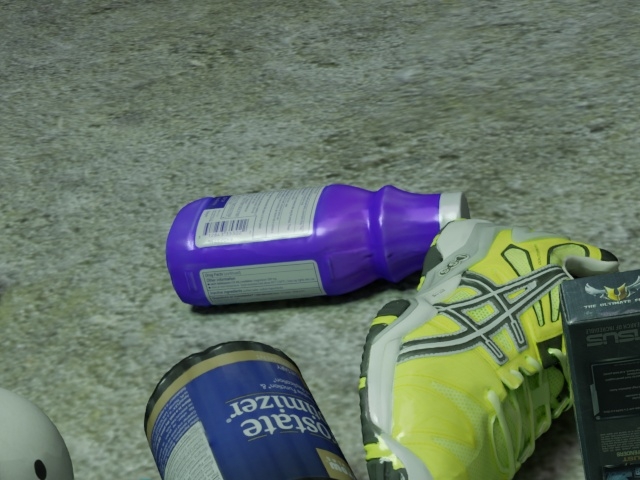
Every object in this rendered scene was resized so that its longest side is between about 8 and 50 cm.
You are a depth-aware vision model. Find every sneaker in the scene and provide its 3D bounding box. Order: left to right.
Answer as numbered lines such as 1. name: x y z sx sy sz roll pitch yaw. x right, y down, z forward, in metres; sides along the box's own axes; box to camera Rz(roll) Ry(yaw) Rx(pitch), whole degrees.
1. sneaker: 0.132 0.089 1.002 0.147 0.145 0.385 -2 31 21

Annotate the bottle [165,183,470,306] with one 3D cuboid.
1. bottle: 0.000 0.000 1.286 0.283 0.092 0.118 -6 28 14

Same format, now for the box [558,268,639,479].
1. box: 0.281 0.098 0.872 0.232 0.183 0.059 -9 26 9

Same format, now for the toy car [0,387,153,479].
1. toy car: -0.173 0.168 0.731 0.219 0.238 0.210 -25 30 -21

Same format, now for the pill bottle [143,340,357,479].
1. pill bottle: -0.034 0.178 0.907 0.123 0.123 0.219 -19 41 -12
